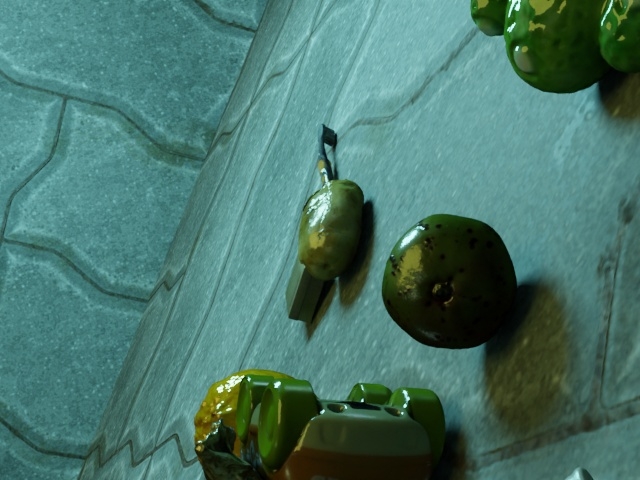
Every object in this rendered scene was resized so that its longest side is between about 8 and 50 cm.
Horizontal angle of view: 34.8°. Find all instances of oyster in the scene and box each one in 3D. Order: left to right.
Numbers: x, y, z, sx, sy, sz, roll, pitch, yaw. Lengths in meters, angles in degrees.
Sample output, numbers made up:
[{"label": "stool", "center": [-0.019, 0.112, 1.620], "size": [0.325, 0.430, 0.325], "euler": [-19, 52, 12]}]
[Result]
[{"label": "oyster", "center": [-0.070, 0.209, 0.874], "size": [0.045, 0.121, 0.146], "euler": [-31, 3, -15]}]

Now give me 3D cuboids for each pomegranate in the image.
[{"label": "pomegranate", "center": [0.111, 0.032, 0.860], "size": [0.114, 0.114, 0.142], "euler": [-62, -9, 17]}]

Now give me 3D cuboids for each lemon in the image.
[{"label": "lemon", "center": [-0.057, 0.209, 1.076], "size": [0.187, 0.142, 0.142], "euler": [42, -114, -60]}]

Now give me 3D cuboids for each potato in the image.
[{"label": "potato", "center": [0.013, -0.018, 1.330], "size": [0.170, 0.080, 0.107], "euler": [-85, 11, -49]}]

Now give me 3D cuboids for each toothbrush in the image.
[{"label": "toothbrush", "center": [0.010, -0.104, 1.572], "size": [0.321, 0.031, 0.023], "euler": [-89, 25, -58]}]

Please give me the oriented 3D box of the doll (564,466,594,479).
[{"label": "doll", "center": [0.098, 0.247, 0.584], "size": [0.217, 0.085, 0.183], "euler": [-52, 19, 16]}]

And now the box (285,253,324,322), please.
[{"label": "box", "center": [-0.021, 0.061, 1.388], "size": [0.079, 0.035, 0.083], "euler": [-101, 27, -66]}]

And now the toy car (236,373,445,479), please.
[{"label": "toy car", "center": [0.004, 0.230, 0.888], "size": [0.235, 0.145, 0.235], "euler": [-173, 90, -75]}]

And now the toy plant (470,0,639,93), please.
[{"label": "toy plant", "center": [0.219, -0.278, 0.844], "size": [0.224, 0.184, 0.316], "euler": [4, 81, 56]}]
